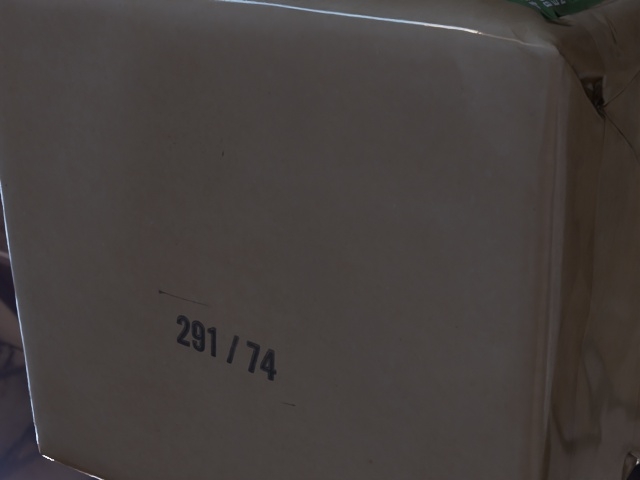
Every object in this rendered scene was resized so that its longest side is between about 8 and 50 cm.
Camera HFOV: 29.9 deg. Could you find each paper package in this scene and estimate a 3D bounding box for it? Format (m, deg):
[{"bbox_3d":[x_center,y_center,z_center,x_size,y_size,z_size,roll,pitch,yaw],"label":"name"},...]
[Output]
[{"bbox_3d":[0.000,0.000,0.626,0.168,0.325,0.309,-34,-50,-48],"label":"paper package"}]
